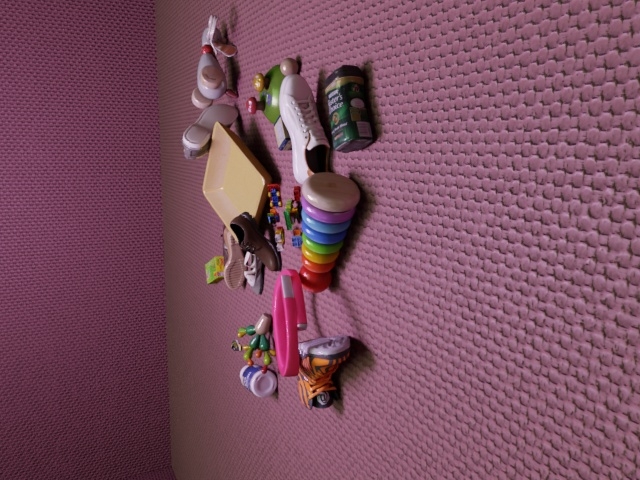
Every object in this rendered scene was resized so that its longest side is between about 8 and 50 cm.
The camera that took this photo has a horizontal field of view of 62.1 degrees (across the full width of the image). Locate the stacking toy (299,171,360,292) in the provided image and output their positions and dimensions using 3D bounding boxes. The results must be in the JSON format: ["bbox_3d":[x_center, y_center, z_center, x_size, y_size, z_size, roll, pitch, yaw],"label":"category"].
[{"bbox_3d":[0.000,0.000,1.340,0.141,0.141,0.331,-123,35,-43],"label":"stacking toy"}]

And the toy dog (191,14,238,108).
[{"bbox_3d":[-0.379,-0.655,2.012,0.220,0.160,0.334,-1,78,66],"label":"toy dog"}]

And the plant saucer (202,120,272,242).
[{"bbox_3d":[-0.282,-0.193,1.856,0.333,0.080,0.333,51,139,28],"label":"plant saucer"}]

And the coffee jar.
[{"bbox_3d":[0.063,-0.302,1.221,0.096,0.079,0.185,-24,72,62],"label":"coffee jar"}]

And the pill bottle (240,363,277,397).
[{"bbox_3d":[-0.227,0.492,1.886,0.169,0.094,0.094,-3,91,63],"label":"pill bottle"}]

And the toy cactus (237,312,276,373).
[{"bbox_3d":[-0.210,0.343,1.857,0.219,0.112,0.181,43,112,56],"label":"toy cactus"}]

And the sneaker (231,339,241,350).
[{"bbox_3d":[-0.354,0.432,2.190,0.083,0.035,0.031,18,109,61],"label":"sneaker"}]

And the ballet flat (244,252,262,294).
[{"bbox_3d":[-0.239,0.098,1.883,0.072,0.068,0.213,45,133,52],"label":"ballet flat"}]

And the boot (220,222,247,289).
[{"bbox_3d":[-0.348,0.051,2.105,0.207,0.090,0.249,-137,46,-69],"label":"boot"}]

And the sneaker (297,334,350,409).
[{"bbox_3d":[0.014,0.349,1.391,0.321,0.124,0.180,144,115,-71],"label":"sneaker"}]

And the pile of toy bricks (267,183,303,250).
[{"bbox_3d":[-0.091,-0.083,1.555,0.105,0.117,0.212,-85,-10,-59],"label":"pile of toy bricks"}]

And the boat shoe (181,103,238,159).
[{"bbox_3d":[-0.403,-0.401,1.941,0.305,0.109,0.091,-57,-6,-44],"label":"boat shoe"}]

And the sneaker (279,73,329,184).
[{"bbox_3d":[-0.024,-0.293,1.383,0.123,0.105,0.290,4,108,59],"label":"sneaker"}]

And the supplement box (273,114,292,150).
[{"bbox_3d":[-0.078,-0.301,1.491,0.056,0.083,0.083,-43,56,58],"label":"supplement box"}]

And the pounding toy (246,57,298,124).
[{"bbox_3d":[-0.154,-0.442,1.592,0.236,0.110,0.183,8,101,63],"label":"pounding toy"}]

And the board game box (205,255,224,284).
[{"bbox_3d":[-0.467,0.134,2.362,0.181,0.043,0.092,-29,68,61],"label":"board game box"}]

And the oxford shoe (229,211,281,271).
[{"bbox_3d":[-0.219,0.019,1.741,0.227,0.096,0.083,50,135,5],"label":"oxford shoe"}]

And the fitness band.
[{"bbox_3d":[-0.084,0.210,1.395,0.209,0.054,0.291,106,161,-48],"label":"fitness band"}]
